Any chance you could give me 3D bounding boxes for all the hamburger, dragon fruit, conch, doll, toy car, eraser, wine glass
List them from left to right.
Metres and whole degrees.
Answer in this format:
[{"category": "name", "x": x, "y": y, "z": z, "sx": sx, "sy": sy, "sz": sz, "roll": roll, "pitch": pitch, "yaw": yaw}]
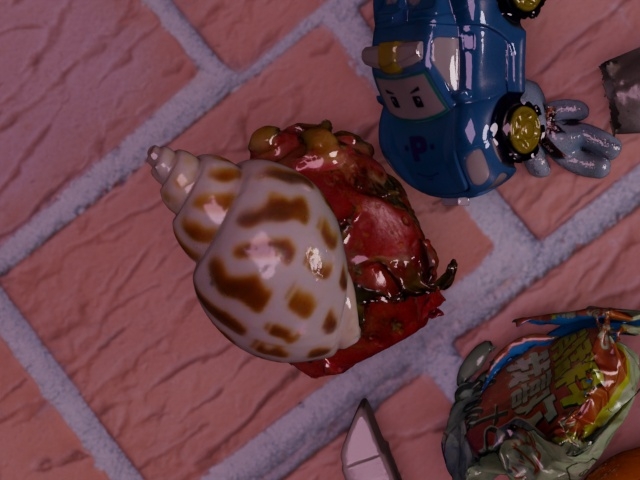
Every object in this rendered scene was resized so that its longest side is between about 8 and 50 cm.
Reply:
[{"category": "conch", "x": -0.069, "y": 0.008, "z": 1.469, "sx": 0.182, "sy": 0.148, "sz": 0.275, "roll": -40, "pitch": 81, "yaw": 19}, {"category": "dragon fruit", "x": 0.000, "y": 0.000, "z": 1.656, "sx": 0.250, "sy": 0.269, "sz": 0.291, "roll": -22, "pitch": 94, "yaw": -2}, {"category": "eraser", "x": 0.094, "y": 0.368, "z": 1.746, "sx": 0.061, "sy": 0.089, "sz": 0.352, "roll": -21, "pitch": 91, "yaw": 5}, {"category": "toy car", "x": 0.136, "y": -0.196, "z": 1.634, "sx": 0.198, "sy": 0.166, "sz": 0.314, "roll": 5, "pitch": 95, "yaw": 50}, {"category": "doll", "x": 0.266, "y": -0.126, "z": 1.700, "sx": 0.179, "sy": 0.075, "sz": 0.120, "roll": 27, "pitch": 101, "yaw": 5}, {"category": "hamburger", "x": 0.273, "y": 0.200, "z": 1.665, "sx": 0.150, "sy": 0.261, "sz": 0.276, "roll": 42, "pitch": 133, "yaw": -20}, {"category": "wine glass", "x": 0.430, "y": -0.186, "z": 1.658, "sx": 0.204, "sy": 0.111, "sz": 0.111, "roll": -11, "pitch": 92, "yaw": 7}]

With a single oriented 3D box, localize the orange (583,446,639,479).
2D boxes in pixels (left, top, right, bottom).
[{"category": "orange", "x": 0.383, "y": 0.336, "z": 1.671, "sx": 0.193, "sy": 0.161, "sz": 0.193, "roll": -1, "pitch": 86, "yaw": 15}]
